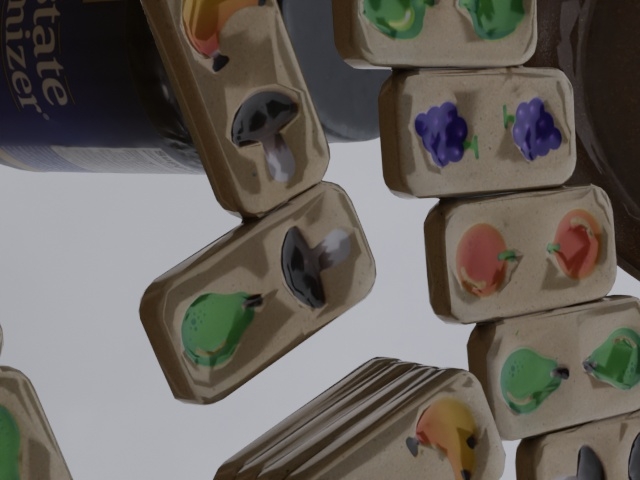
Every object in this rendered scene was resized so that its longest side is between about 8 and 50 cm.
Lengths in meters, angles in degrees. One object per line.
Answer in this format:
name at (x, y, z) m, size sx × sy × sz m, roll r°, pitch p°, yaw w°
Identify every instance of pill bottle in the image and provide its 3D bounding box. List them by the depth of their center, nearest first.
pill bottle at (-0.062, -0.089, 0.854) m, size 0.219 × 0.123 × 0.123 m, roll 2°, pitch -92°, yaw 44°

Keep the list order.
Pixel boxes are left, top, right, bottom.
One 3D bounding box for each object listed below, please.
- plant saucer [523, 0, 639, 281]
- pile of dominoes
plant saucer at (0.255, -0.101, 1.004) m, size 0.310 × 0.050 × 0.311 m, roll -5°, pitch -106°, yaw 17°
pile of dominoes at (0.000, 0.000, 0.412) m, size 0.040 × 0.196 × 0.251 m, roll 1°, pitch -63°, yaw 51°
